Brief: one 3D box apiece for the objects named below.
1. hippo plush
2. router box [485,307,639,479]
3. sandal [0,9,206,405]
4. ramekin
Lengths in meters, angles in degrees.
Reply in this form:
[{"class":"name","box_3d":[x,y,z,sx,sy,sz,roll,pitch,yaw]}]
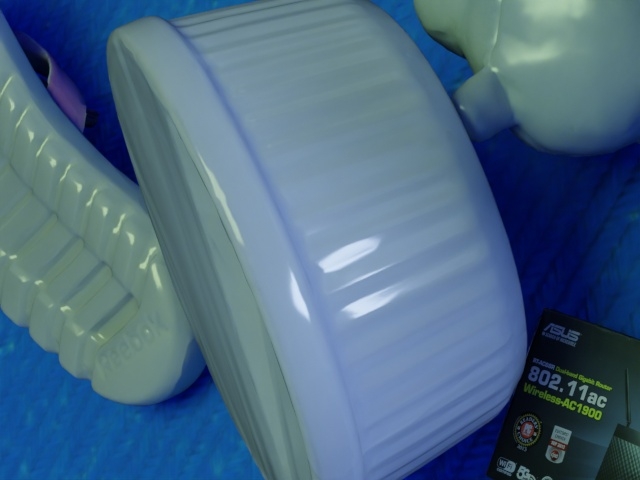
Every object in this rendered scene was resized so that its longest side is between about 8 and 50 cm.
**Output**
[{"class":"hippo plush","box_3d":[0.165,-0.161,0.904,0.294,0.234,0.236,49,136,45]},{"class":"router box","box_3d":[0.149,0.094,0.914,0.122,0.038,0.092,19,90,44]},{"class":"sandal","box_3d":[-0.191,-0.053,1.236,0.416,0.102,0.169,52,128,25]},{"class":"ramekin","box_3d":[0.000,0.000,0.939,0.127,0.273,0.273,-21,54,-11]}]
